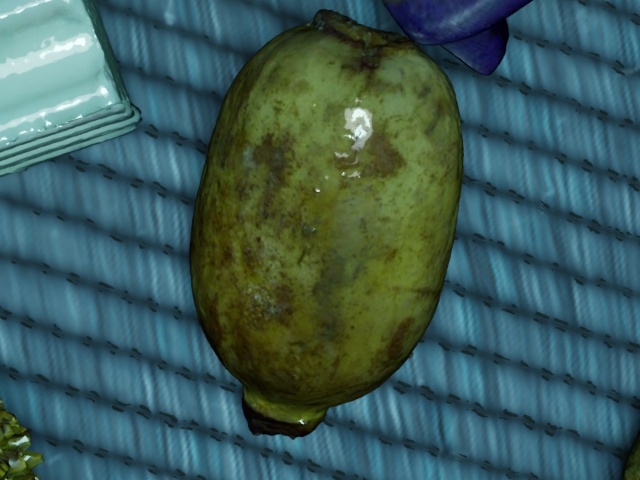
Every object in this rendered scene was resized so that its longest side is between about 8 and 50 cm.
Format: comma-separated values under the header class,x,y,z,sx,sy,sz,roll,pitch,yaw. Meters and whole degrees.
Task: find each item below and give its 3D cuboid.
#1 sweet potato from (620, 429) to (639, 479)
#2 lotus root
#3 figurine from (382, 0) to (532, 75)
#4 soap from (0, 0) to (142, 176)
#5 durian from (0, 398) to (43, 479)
class,x,y,z,sx,sy,sz,roll,pitch,yaw
sweet potato,0.164,0.190,1.051,0.310,0.098,0.124,-39,74,3
lotus root,0.000,0.000,1.004,0.145,0.128,0.260,18,115,8
figurine,-0.048,-0.252,0.973,0.421,0.154,0.193,40,132,-18
soap,-0.235,-0.064,0.981,0.261,0.150,0.094,-19,90,-1
durian,-0.260,0.176,0.968,0.258,0.258,0.293,-16,106,-1
